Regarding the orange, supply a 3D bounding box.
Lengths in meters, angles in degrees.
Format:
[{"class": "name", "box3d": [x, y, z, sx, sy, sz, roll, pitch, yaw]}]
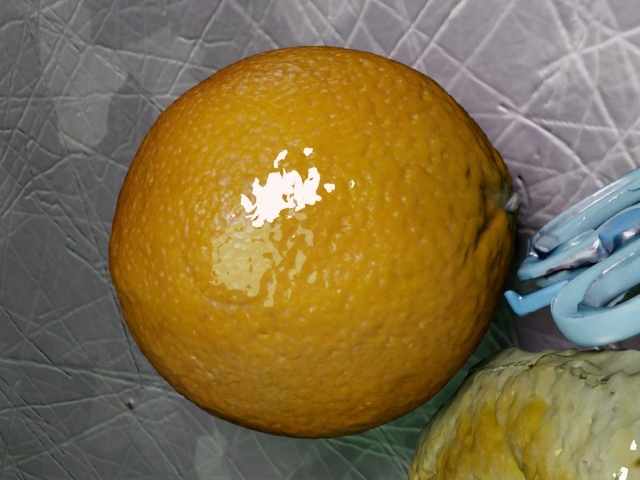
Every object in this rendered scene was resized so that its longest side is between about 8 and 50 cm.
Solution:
[{"class": "orange", "box3d": [0.000, 0.000, 0.631, 0.264, 0.264, 0.264, 9, 107, 33]}]

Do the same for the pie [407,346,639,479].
[{"class": "pie", "box3d": [0.169, 0.243, 0.560, 0.395, 0.180, 0.418, -166, 62, -73]}]

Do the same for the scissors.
[{"class": "scissors", "box3d": [0.268, -0.057, 0.510, 0.393, 0.180, 0.032, -33, 104, 21]}]
